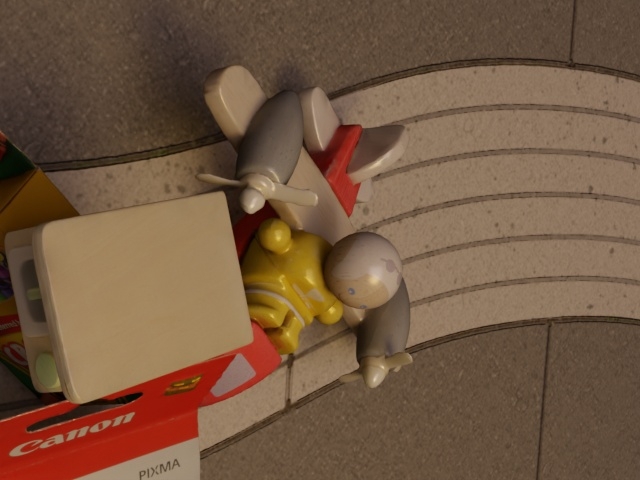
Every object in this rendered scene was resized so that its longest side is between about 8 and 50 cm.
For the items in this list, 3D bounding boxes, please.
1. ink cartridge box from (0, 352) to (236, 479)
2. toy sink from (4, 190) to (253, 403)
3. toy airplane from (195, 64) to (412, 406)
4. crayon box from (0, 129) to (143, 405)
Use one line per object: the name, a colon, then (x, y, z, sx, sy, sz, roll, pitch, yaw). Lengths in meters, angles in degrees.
ink cartridge box: (-0.255, 0.274, 1.147, 0.308, 0.385, 0.091, -13, 63, -34)
toy sink: (-0.193, 0.050, 1.025, 0.234, 0.131, 0.153, -16, 96, -54)
toy airplane: (0.000, 0.000, 1.329, 0.386, 0.272, 0.384, -2, 103, -45)
crayon box: (-0.300, 0.042, 1.158, 0.318, 0.202, 0.081, 53, 48, -28)
